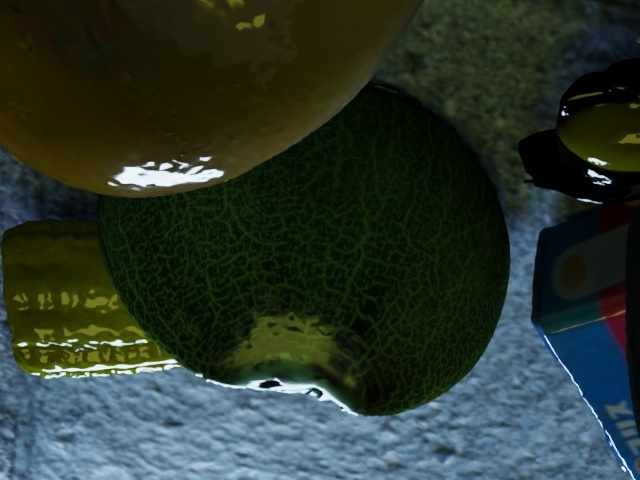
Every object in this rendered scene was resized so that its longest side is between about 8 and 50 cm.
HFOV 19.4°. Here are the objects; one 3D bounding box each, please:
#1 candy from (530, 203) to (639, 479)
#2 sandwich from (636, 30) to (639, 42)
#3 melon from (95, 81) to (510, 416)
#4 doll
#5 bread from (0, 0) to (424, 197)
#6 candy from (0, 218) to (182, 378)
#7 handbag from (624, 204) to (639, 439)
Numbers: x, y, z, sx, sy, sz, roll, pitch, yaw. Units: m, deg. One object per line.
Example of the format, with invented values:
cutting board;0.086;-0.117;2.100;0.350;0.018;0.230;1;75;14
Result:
candy;0.297;0.031;1.130;0.306;0.100;0.157;-20;126;23
sandwich;0.292;-0.130;0.896;0.227;0.155;0.198;17;101;-2
melon;0.000;0.000;1.097;0.265;0.169;0.129;11;130;-7
doll;0.226;-0.080;1.049;0.249;0.088;0.127;-19;121;18
bread;-0.111;-0.210;0.866;0.348;0.253;0.376;-19;123;29
candy;-0.104;0.035;1.198;0.199;0.106;0.094;-2;148;4
handbag;0.263;0.068;0.946;0.181;0.181;0.254;-7;157;19
